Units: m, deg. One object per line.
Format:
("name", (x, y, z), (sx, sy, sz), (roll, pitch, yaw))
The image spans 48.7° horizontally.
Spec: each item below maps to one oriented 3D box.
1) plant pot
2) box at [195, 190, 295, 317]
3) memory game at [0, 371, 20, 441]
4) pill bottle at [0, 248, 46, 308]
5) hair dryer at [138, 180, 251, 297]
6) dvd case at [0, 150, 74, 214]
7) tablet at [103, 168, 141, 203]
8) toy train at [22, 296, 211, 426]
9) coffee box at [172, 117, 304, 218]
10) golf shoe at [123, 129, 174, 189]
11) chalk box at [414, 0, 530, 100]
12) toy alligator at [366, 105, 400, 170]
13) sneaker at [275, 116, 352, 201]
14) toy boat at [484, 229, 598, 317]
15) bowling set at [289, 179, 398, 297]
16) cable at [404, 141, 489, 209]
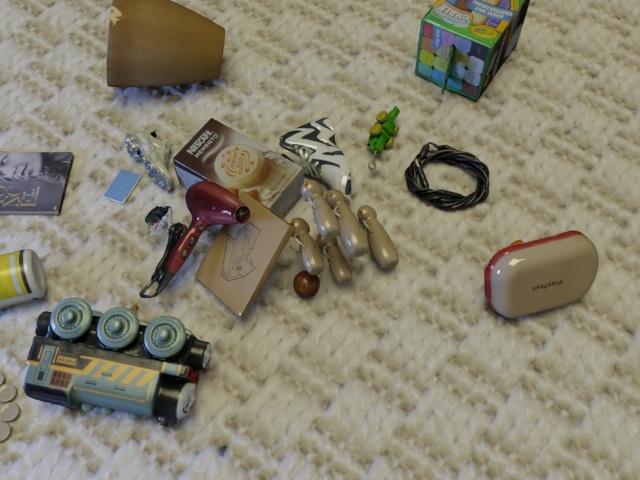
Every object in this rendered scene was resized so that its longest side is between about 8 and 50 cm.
("plant pot", (-0.358, -0.460, 1.661), (0.254, 0.237, 0.237), (7, 58, -14))
("box", (-0.150, 0.024, 1.377), (0.164, 0.021, 0.201), (36, 98, 40))
("memory game", (-0.645, 0.320, 1.299), (0.186, 0.012, 0.186), (-1, 58, 1))
("pill bottle", (-0.644, 0.085, 1.386), (0.184, 0.103, 0.103), (-14, 60, -8))
("hair dryer", (-0.243, -0.013, 1.398), (0.293, 0.080, 0.223), (-29, 53, 33))
("dvd case", (-0.671, -0.129, 1.565), (0.221, 0.018, 0.164), (0, 59, 1))
("tablet", (-0.437, -0.120, 1.563), (0.054, 0.006, 0.083), (18, 60, 12))
("toy train", (-0.372, 0.223, 1.290), (0.334, 0.142, 0.190), (10, 72, 5))
("coffee box", (-0.174, -0.137, 1.515), (0.246, 0.098, 0.141), (29, 64, 17))
("golf shoe", (-0.360, -0.188, 1.571), (0.086, 0.069, 0.176), (-31, 64, -23))
("chalk box", (0.339, -0.467, 1.660), (0.179, 0.180, 0.289), (29, 62, 17))
("toy alligator", (0.129, -0.229, 1.598), (0.051, 0.056, 0.189), (-8, 48, 47))
("sneaker", (-0.025, -0.164, 1.534), (0.153, 0.094, 0.235), (-14, 60, -6))
("toy boat", (0.420, 0.048, 1.392), (0.231, 0.151, 0.151), (-13, 31, -7))
("bowling set", (0.000, 0.000, 1.390), (0.200, 0.287, 0.154), (-35, 56, 18))
("cable", (0.278, -0.136, 1.539), (0.184, 0.047, 0.150), (33, 65, 18))
